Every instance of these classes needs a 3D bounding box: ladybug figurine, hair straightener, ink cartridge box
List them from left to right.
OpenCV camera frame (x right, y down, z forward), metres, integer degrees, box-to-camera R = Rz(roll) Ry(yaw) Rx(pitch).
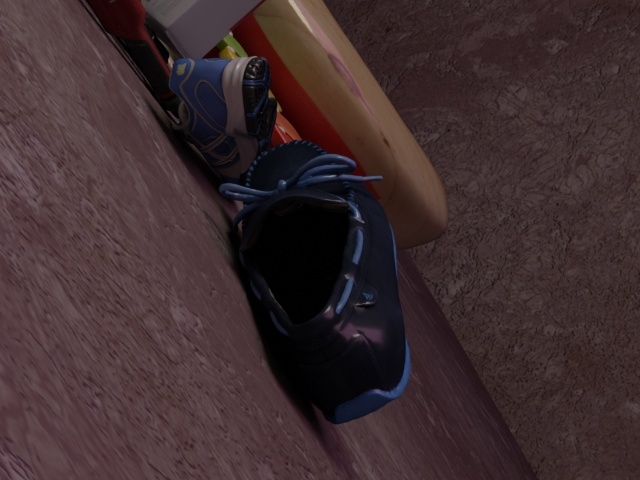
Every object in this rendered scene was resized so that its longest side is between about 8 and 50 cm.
[{"bbox_3d":[-0.163,-0.196,1.715,0.230,0.047,0.089,54,6,-37],"label":"hair straightener"},{"bbox_3d":[-0.133,-0.248,1.797,0.150,0.109,0.063,43,-6,38],"label":"ink cartridge box"},{"bbox_3d":[-0.024,-0.165,2.191,0.449,0.162,0.305,56,3,-9],"label":"ladybug figurine"}]

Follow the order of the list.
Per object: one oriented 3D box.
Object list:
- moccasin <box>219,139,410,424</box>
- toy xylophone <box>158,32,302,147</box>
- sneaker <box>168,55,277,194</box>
[{"bbox_3d":[0.000,0.000,1.561,0.117,0.138,0.342,57,3,-34],"label":"moccasin"},{"bbox_3d":[-0.089,-0.147,1.938,0.322,0.081,0.236,58,6,9],"label":"toy xylophone"},{"bbox_3d":[-0.086,-0.108,1.727,0.211,0.081,0.080,88,14,-63],"label":"sneaker"}]
